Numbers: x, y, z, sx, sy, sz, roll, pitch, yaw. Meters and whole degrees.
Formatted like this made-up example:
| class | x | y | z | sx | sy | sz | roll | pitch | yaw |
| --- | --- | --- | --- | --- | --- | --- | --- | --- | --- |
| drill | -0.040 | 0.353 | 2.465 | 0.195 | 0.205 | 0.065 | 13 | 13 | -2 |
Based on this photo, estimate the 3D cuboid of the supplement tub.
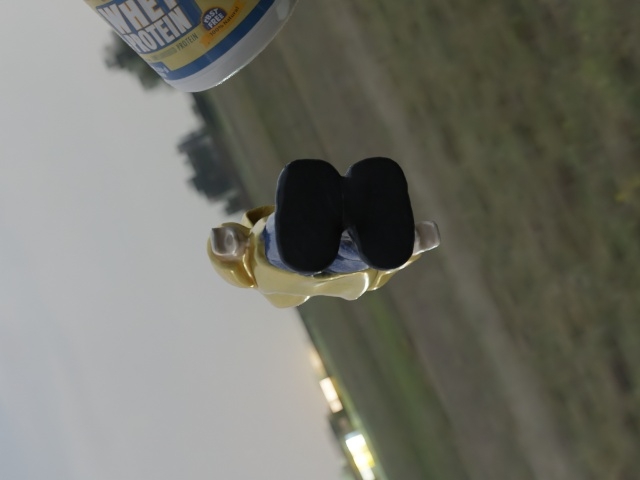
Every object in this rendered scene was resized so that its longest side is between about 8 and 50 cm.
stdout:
| class | x | y | z | sx | sy | sz | roll | pitch | yaw |
| --- | --- | --- | --- | --- | --- | --- | --- | --- | --- |
| supplement tub | -0.125 | -0.227 | 1.479 | 0.199 | 0.144 | 0.144 | 44 | -172 | -24 |

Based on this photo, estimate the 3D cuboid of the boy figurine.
| class | x | y | z | sx | sy | sz | roll | pitch | yaw |
| --- | --- | --- | --- | --- | --- | --- | --- | --- | --- |
| boy figurine | 0.000 | 0.000 | 1.462 | 0.285 | 0.177 | 0.092 | 150 | 117 | -80 |
